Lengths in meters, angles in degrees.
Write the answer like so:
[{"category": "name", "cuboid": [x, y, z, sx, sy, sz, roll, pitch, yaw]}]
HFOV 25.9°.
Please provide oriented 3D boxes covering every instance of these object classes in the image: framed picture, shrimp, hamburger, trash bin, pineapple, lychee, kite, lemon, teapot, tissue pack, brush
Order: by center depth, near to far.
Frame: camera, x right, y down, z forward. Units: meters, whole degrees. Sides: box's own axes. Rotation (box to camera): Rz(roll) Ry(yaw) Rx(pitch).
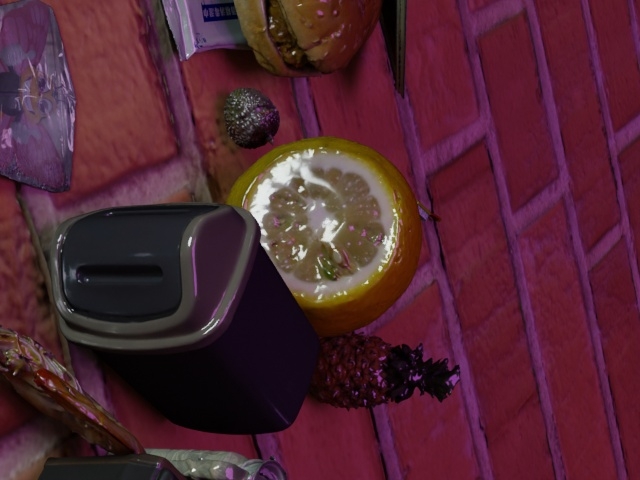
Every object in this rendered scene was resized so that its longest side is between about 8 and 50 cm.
[{"category": "kite", "cuboid": [-0.350, -0.138, 1.326, 0.360, 0.022, 0.204, -11, 94, -58]}, {"category": "shrimp", "cuboid": [-0.254, 0.154, 1.351, 0.053, 0.133, 0.236, -46, 125, -7]}, {"category": "teapot", "cuboid": [-0.139, 0.249, 1.436, 0.107, 0.200, 0.077, 47, 49, -46]}, {"category": "trash bin", "cuboid": [-0.138, 0.077, 1.464, 0.290, 0.209, 0.182, 56, 41, -45]}, {"category": "lemon", "cuboid": [0.000, 0.000, 1.661, 0.219, 0.240, 0.240, 92, 0, -80]}, {"category": "tissue pack", "cuboid": [-0.131, -0.283, 1.673, 0.193, 0.026, 0.122, -22, 100, -58]}, {"category": "lychee", "cuboid": [-0.084, -0.148, 1.695, 0.083, 0.067, 0.068, 59, -6, 7]}, {"category": "hamburger", "cuboid": [-0.006, -0.339, 1.752, 0.283, 0.144, 0.259, -59, 135, -62]}, {"category": "pineapple", "cuboid": [0.086, 0.174, 1.803, 0.108, 0.197, 0.108, 4, 90, -71]}, {"category": "framed picture", "cuboid": [0.091, -0.358, 1.876, 0.273, 0.016, 0.216, 87, -6, -50]}, {"category": "brush", "cuboid": [0.158, -0.039, 2.104, 0.083, 0.019, 0.021, 31, 71, -51]}]

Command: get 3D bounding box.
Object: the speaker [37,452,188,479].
[{"category": "speaker", "cuboid": [-0.183, 0.337, 1.375, 0.231, 0.192, 0.153, 55, 44, -32]}]
